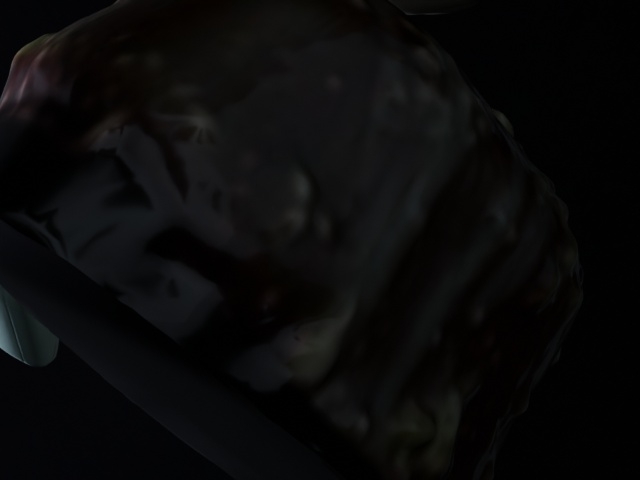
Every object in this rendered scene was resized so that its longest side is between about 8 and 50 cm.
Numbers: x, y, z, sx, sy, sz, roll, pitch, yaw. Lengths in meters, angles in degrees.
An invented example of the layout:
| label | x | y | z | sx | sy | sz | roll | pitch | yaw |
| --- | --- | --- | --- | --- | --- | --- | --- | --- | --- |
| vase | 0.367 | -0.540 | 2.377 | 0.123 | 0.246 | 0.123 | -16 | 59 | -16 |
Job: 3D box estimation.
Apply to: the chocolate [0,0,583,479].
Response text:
| label | x | y | z | sx | sy | sz | roll | pitch | yaw |
| --- | --- | --- | --- | --- | --- | --- | --- | --- | --- |
| chocolate | 0.000 | 0.000 | 0.700 | 0.225 | 0.340 | 0.210 | 22 | -110 | 45 |

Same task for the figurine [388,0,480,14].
| label | x | y | z | sx | sy | sz | roll | pitch | yaw |
| --- | --- | --- | --- | --- | --- | --- | --- | --- | --- |
| figurine | 0.002 | -0.264 | 0.928 | 0.381 | 0.248 | 0.203 | 18 | -91 | -10 |

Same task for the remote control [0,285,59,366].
| label | x | y | z | sx | sy | sz | roll | pitch | yaw |
| --- | --- | --- | --- | --- | --- | --- | --- | --- | --- |
| remote control | -0.198 | 0.013 | 0.902 | 0.061 | 0.162 | 0.029 | 28 | -125 | 27 |
